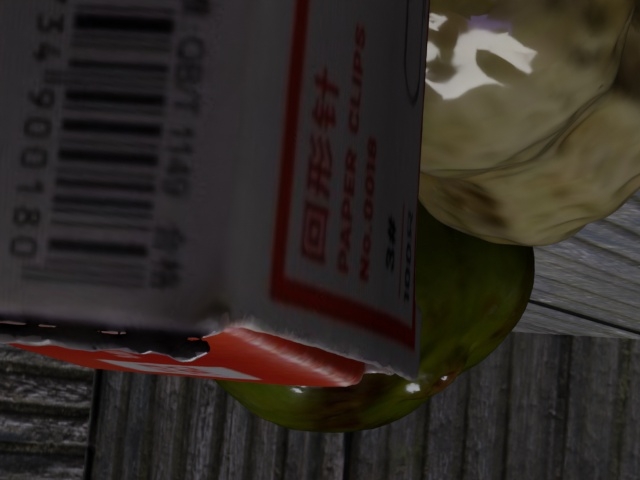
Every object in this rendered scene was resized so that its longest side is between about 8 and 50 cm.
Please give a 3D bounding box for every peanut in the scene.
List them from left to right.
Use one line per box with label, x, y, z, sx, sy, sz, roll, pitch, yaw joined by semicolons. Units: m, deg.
peanut;0.068;-0.062;0.625;0.125;0.111;0.274;-1;173;14

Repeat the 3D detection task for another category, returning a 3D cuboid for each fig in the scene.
fig;0.000;0.000;1.051;0.225;0.203;0.203;50;-164;26

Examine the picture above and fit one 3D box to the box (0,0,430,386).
box;-0.030;-0.056;0.436;0.099;0.182;0.133;3;170;17
